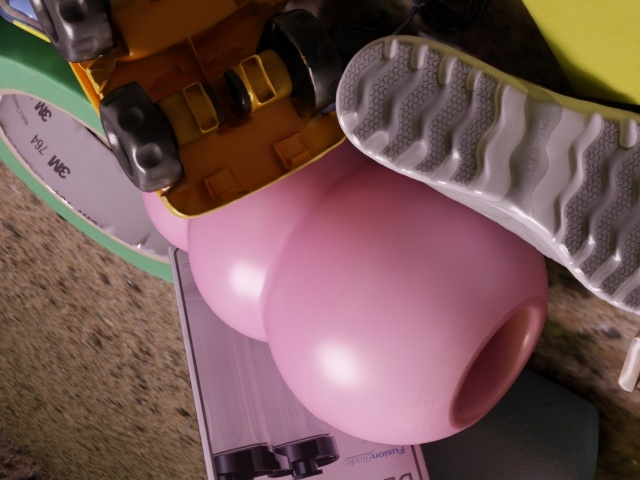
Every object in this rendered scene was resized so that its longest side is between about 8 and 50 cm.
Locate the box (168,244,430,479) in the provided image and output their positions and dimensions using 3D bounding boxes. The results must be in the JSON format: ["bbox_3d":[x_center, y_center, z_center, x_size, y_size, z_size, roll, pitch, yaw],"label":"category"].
[{"bbox_3d":[-0.014,0.124,1.072,0.169,0.290,0.087,-13,148,0],"label":"box"}]

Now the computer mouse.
[{"bbox_3d":[0.042,-0.137,0.842,0.071,0.041,0.242,30,154,-16],"label":"computer mouse"}]

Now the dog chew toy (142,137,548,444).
[{"bbox_3d":[0.000,0.000,0.977,0.331,0.206,0.207,35,160,27],"label":"dog chew toy"}]

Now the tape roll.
[{"bbox_3d":[-0.191,-0.082,1.239,0.321,0.077,0.321,30,158,13],"label":"tape roll"}]

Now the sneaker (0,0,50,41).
[{"bbox_3d":[-0.246,-0.216,1.090,0.144,0.059,0.053,42,-166,36],"label":"sneaker"}]

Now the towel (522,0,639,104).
[{"bbox_3d":[0.125,-0.158,0.691,0.102,0.021,0.237,18,154,50],"label":"towel"}]

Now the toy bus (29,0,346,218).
[{"bbox_3d":[-0.103,-0.121,0.878,0.220,0.149,0.211,63,161,-1],"label":"toy bus"}]

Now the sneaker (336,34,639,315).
[{"bbox_3d":[0.143,-0.047,0.812,0.281,0.105,0.115,30,-171,-5],"label":"sneaker"}]

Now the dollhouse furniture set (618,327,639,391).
[{"bbox_3d":[0.269,0.159,0.877,0.161,0.212,0.242,25,130,21],"label":"dollhouse furniture set"}]

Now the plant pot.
[{"bbox_3d":[0.121,0.237,1.183,0.247,0.252,0.248,26,156,21],"label":"plant pot"}]
